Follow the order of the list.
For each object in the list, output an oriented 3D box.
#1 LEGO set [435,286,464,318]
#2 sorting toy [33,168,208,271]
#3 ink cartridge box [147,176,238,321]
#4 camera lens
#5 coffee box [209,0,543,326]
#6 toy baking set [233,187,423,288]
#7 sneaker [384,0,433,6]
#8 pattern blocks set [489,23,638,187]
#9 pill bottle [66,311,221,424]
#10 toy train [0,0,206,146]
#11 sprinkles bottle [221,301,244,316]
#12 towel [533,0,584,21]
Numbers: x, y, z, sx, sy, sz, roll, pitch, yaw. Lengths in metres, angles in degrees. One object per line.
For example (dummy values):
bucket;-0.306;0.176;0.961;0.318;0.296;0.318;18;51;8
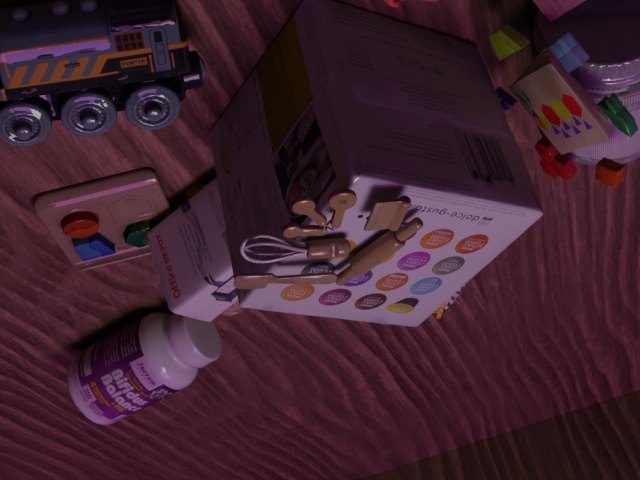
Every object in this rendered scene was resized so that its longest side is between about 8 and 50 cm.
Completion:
LEGO set;0.182;0.082;2.154;0.287;0.107;0.132;32;91;-45
sorting toy;-0.316;-0.036;1.764;0.307;0.041;0.229;-14;149;-2
ink cartridge box;-0.165;0.002;1.723;0.237;0.172;0.100;-37;147;22
camera lens;0.439;-0.263;1.563;0.219;0.219;0.274;-18;149;4
coffee box;0.066;-0.103;1.539;0.337;0.338;0.334;9;141;-32
toy baking set;0.006;0.001;1.339;0.196;0.030;0.256;19;136;-34
sneaker;0.169;-0.371;1.395;0.208;0.094;0.081;-17;147;1
pattern blocks set;0.348;-0.197;1.480;0.026;0.285;0.325;-39;-168;-8
pill bottle;-0.358;0.249;2.079;0.301;0.169;0.169;-29;146;21
toy train;-0.324;-0.243;1.358;0.333;0.142;0.190;-9;136;-7
sprinkles bottle;-0.092;0.003;1.852;0.121;0.121;0.355;12;140;-37
towel;0.385;-0.448;1.320;0.329;0.037;0.237;-30;138;24
